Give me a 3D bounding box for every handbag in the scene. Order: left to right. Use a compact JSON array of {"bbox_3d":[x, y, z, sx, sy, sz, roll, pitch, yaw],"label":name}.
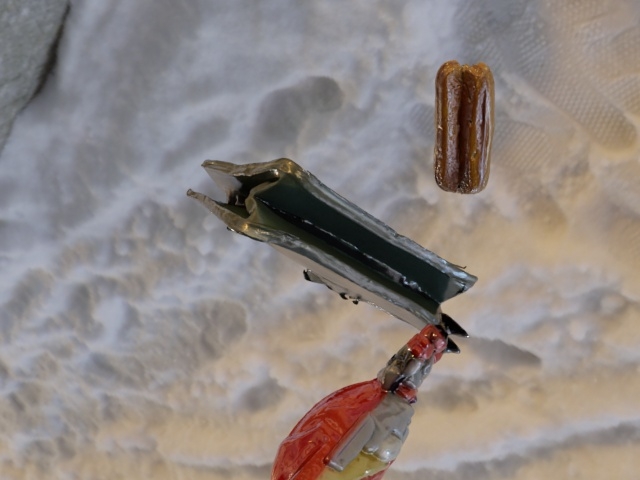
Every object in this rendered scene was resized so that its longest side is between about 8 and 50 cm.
[{"bbox_3d":[-0.001,0.002,0.886,0.248,0.079,0.260,30,174,-23],"label":"handbag"}]

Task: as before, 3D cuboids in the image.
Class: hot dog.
[{"bbox_3d":[0.166,-0.126,1.002,0.071,0.045,0.165,8,119,20],"label":"hot dog"}]

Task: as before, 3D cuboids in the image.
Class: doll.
[{"bbox_3d":[0.018,0.109,0.492,0.057,0.169,0.109,36,160,9],"label":"doll"}]
